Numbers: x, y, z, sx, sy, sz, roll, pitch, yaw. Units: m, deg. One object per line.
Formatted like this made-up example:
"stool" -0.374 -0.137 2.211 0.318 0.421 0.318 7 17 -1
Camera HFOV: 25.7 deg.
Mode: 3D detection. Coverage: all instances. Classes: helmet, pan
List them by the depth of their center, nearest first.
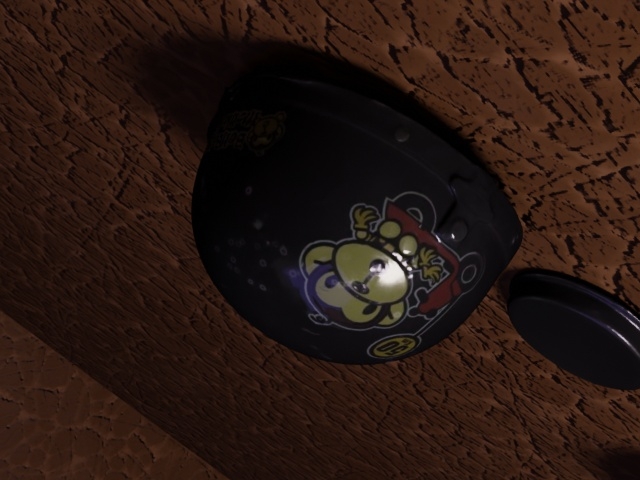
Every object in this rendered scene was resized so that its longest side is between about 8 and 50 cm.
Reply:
"helmet" 0.000 0.000 1.003 0.230 0.160 0.279 40 158 -30
"pan" 0.241 0.101 1.090 0.235 0.028 0.136 35 161 -14
